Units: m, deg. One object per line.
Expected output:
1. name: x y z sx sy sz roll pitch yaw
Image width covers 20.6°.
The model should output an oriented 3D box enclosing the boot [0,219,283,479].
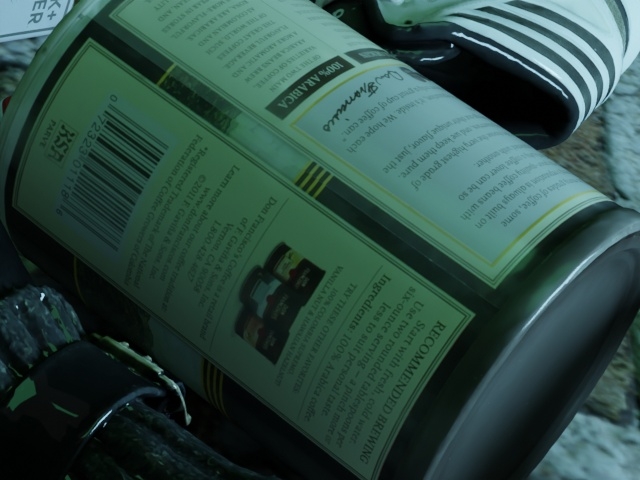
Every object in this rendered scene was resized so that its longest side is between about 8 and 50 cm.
1. boot: -0.129 0.050 0.647 0.131 0.348 0.260 -41 58 -11

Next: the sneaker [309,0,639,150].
1. sneaker: 0.009 -0.208 1.219 0.447 0.169 0.257 28 31 5

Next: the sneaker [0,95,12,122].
1. sneaker: -0.148 -0.065 1.013 0.042 0.067 0.118 -7 42 -38

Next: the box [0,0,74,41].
1. box: -0.304 -0.188 1.082 0.169 0.087 0.290 41 37 27

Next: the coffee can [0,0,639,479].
1. coffee can: 0.000 0.000 0.881 0.275 0.201 0.201 36 35 21
